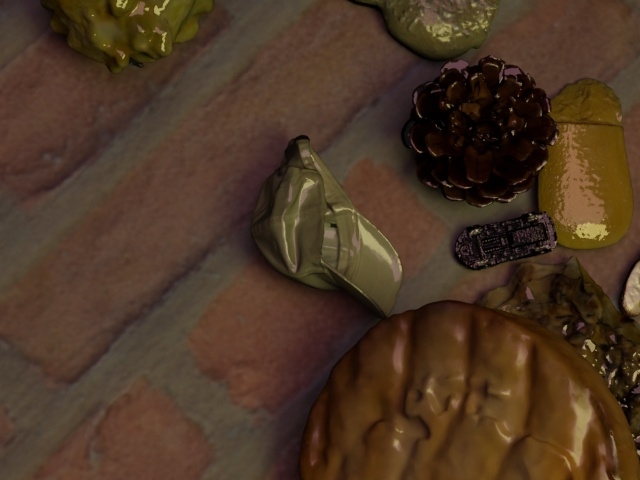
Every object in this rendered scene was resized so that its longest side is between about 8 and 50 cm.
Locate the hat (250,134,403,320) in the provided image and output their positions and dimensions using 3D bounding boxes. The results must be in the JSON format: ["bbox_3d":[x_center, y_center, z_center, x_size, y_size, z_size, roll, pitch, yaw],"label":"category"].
[{"bbox_3d":[0.007,0.001,1.415,0.166,0.081,0.122,43,34,-11],"label":"hat"}]

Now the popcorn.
[{"bbox_3d":[-0.168,-0.231,1.417,0.173,0.142,0.173,12,67,-30],"label":"popcorn"}]

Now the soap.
[{"bbox_3d":[0.239,-0.073,1.475,0.089,0.033,0.168,-2,76,-8],"label":"soap"}]

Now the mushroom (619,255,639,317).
[{"bbox_3d":[0.308,0.030,1.466,0.101,0.019,0.049,-43,84,-13],"label":"mushroom"}]

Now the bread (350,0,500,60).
[{"bbox_3d":[0.094,-0.316,1.509,0.207,0.056,0.286,16,73,-5],"label":"bread"}]

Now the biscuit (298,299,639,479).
[{"bbox_3d":[0.119,0.197,1.297,0.296,0.102,0.296,-4,83,33],"label":"biscuit"}]

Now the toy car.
[{"bbox_3d":[0.166,0.001,1.448,0.093,0.025,0.041,-13,82,10],"label":"toy car"}]

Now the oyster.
[{"bbox_3d":[0.206,0.127,1.400,0.214,0.083,0.223,-30,75,-16],"label":"oyster"}]

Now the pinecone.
[{"bbox_3d":[0.142,-0.102,1.425,0.140,0.121,0.140,1,73,-2],"label":"pinecone"}]
